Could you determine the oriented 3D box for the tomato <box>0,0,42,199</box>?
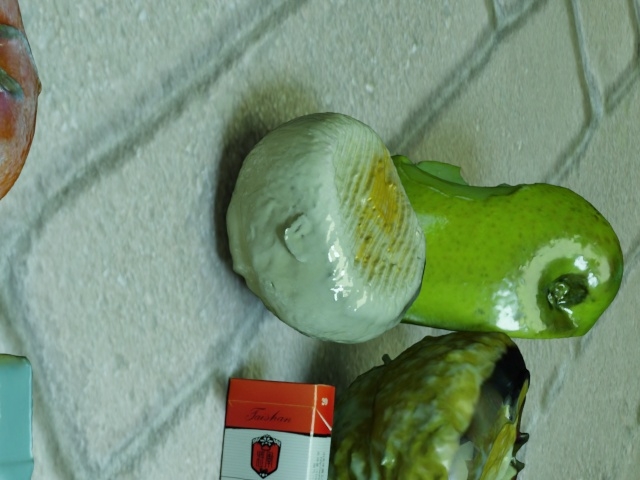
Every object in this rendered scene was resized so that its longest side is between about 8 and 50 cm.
[{"bbox_3d":[-0.295,-0.109,1.125,0.232,0.188,0.232,-11,90,-71],"label":"tomato"}]

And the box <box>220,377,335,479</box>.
[{"bbox_3d":[-0.044,0.212,1.661,0.048,0.100,0.152,21,73,-61],"label":"box"}]

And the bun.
[{"bbox_3d":[0.000,0.000,1.683,0.244,0.153,0.244,38,41,-42],"label":"bun"}]

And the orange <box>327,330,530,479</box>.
[{"bbox_3d":[0.095,0.263,1.780,0.271,0.210,0.368,-55,154,-55],"label":"orange"}]

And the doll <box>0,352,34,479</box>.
[{"bbox_3d":[-0.319,0.146,1.108,0.261,0.177,0.161,7,84,-64],"label":"doll"}]

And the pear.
[{"bbox_3d":[0.188,0.009,1.880,0.286,0.282,0.176,-5,104,-61],"label":"pear"}]
